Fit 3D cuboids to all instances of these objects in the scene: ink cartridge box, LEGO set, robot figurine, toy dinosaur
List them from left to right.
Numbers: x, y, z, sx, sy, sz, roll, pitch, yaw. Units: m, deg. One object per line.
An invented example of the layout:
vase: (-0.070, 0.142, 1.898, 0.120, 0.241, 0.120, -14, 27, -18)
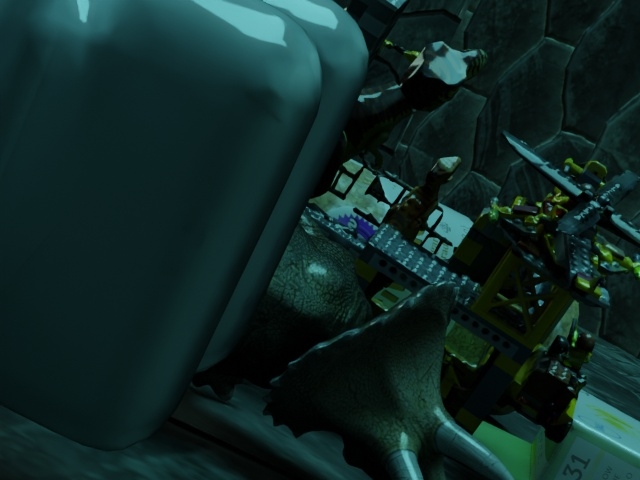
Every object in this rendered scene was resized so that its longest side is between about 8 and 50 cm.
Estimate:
robot figurine: (-0.168, -0.080, 0.428, 0.353, 0.200, 0.300, 27, 10, 4)
toy dinosaur: (-0.062, 0.005, 0.636, 0.313, 0.121, 0.160, 30, -10, -16)
LEGO set: (0.045, -0.069, 0.831, 0.331, 0.192, 0.255, 37, 22, 10)
ink cartridge box: (0.135, 0.116, 0.943, 0.235, 0.056, 0.171, 29, 5, 6)

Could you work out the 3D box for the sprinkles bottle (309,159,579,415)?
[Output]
sprinkles bottle: (0.000, 0.000, 1.055, 0.355, 0.121, 0.121, 25, 4, -24)
